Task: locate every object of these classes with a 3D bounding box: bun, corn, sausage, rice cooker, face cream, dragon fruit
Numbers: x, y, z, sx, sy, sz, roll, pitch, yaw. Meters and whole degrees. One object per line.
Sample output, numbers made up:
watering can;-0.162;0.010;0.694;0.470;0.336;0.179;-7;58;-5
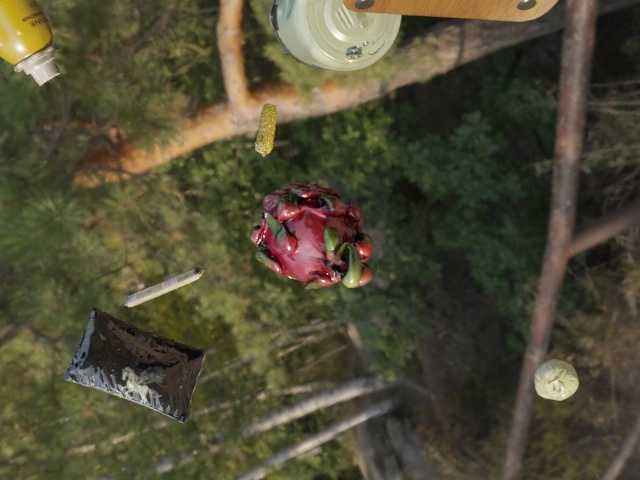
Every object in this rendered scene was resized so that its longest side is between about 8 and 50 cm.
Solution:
bun;0.453;0.270;1.532;0.055;0.086;0.086;-64;-49;-75
corn;-0.082;-0.166;1.206;0.027;0.028;0.083;-5;75;46
sausage;-0.405;0.121;2.062;0.033;0.269;0.033;47;-150;-39
rice cooker;0.027;-0.433;1.511;0.226;0.226;0.244;67;169;-16
face cream;-0.553;-0.425;1.343;0.349;0.105;0.105;61;177;-17
dragon fruit;0.001;-0.008;1.430;0.272;0.198;0.218;13;149;34

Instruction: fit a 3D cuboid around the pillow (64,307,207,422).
pillow;-0.297;0.204;1.307;0.055;0.208;0.141;127;161;-51

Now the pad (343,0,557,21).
pad;0.192;-0.343;0.914;0.286;0.283;0.018;124;142;-66
